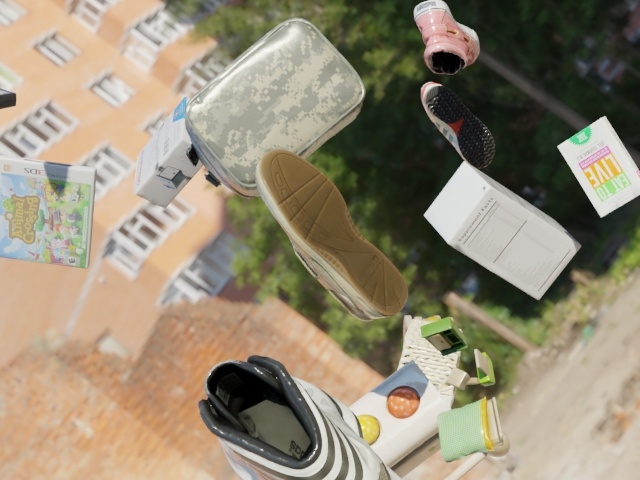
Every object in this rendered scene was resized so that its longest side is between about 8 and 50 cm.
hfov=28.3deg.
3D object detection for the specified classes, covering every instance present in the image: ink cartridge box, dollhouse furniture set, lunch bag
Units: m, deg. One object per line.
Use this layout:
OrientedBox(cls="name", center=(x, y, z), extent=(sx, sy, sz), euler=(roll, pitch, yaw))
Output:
OrientedBox(cls="ink cartridge box", center=(-0.302, -0.181, 2.630), extent=(0.190, 0.082, 0.139), euler=(-46, 31, 35))
OrientedBox(cls="dollhouse furniture set", center=(0.154, 0.166, 1.426), extent=(0.076, 0.151, 0.058), euler=(-20, -35, 21))
OrientedBox(cls="lunch bag", center=(-0.089, -0.219, 2.256), extent=(0.305, 0.212, 0.256), euler=(-42, -4, -6))

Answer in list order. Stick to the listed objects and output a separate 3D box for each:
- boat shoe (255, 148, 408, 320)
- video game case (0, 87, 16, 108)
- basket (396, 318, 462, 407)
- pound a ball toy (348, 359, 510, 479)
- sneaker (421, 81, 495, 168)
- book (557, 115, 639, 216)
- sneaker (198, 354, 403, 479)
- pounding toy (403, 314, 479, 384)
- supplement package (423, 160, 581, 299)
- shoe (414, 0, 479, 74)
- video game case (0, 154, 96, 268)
OrientedBox(cls="boat shoe", center=(0.000, 0.000, 1.862), extent=(0.109, 0.302, 0.098), euler=(-49, 13, -34))
OrientedBox(cls="video game case", center=(-0.809, -0.297, 2.590), extent=(0.275, 0.248, 0.035), euler=(-20, -58, -49))
OrientedBox(cls="basket", center=(0.201, 0.221, 2.318), extent=(0.167, 0.113, 0.103), euler=(-58, -21, -72))
OrientedBox(cls="pound a ball toy", center=(0.123, 0.342, 2.080), extent=(0.319, 0.208, 0.135), euler=(-36, -34, -1))
OrientedBox(cls="sneaker", center=(0.209, -0.182, 1.947), extent=(0.057, 0.161, 0.075), euler=(-40, 24, 5))
OrientedBox(cls="book", center=(0.483, -0.126, 2.158), extent=(0.096, 0.144, 0.035), euler=(-35, -6, 36))
OrientedBox(cls="sneaker", center=(-0.062, 0.206, 1.586), extent=(0.169, 0.257, 0.447), euler=(-41, 29, -11))
OrientedBox(cls="pounding toy", center=(0.253, 0.219, 2.629), extent=(0.269, 0.155, 0.154), euler=(98, 172, -68))
OrientedBox(cls="supplement package", center=(0.342, -0.019, 2.390), extent=(0.139, 0.244, 0.134), euler=(-53, 28, 11))
OrientedBox(cls="shoe", center=(0.180, -0.262, 1.766), extent=(0.064, 0.081, 0.178), euler=(-16, -21, 21))
OrientedBox(cls="video game case", center=(-0.550, -0.055, 2.527), extent=(0.023, 0.193, 0.212), euler=(-84, 2, -70))
